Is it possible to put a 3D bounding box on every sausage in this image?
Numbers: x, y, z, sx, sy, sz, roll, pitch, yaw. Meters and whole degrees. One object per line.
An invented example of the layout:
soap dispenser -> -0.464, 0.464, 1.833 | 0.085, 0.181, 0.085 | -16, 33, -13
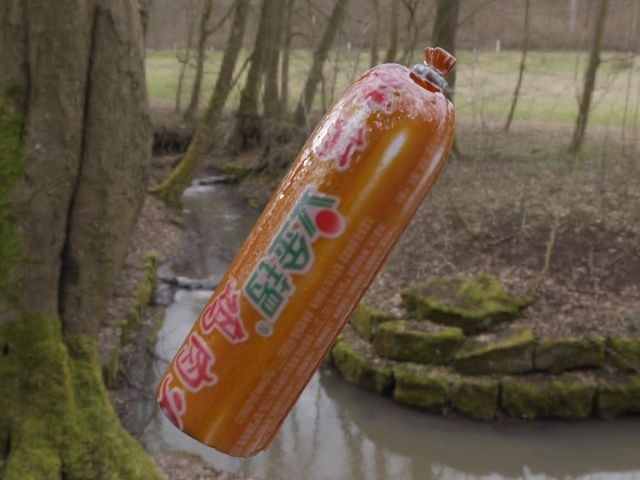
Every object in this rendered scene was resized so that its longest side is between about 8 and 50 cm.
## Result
sausage -> 0.000, 0.000, 0.408 | 0.071, 0.234, 0.071 | 31, 6, -4
